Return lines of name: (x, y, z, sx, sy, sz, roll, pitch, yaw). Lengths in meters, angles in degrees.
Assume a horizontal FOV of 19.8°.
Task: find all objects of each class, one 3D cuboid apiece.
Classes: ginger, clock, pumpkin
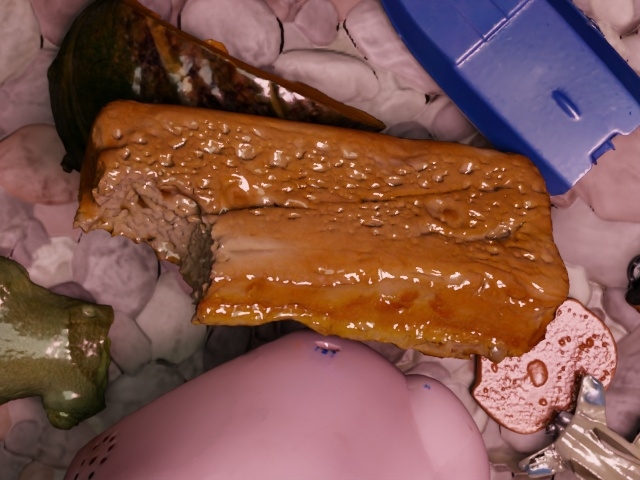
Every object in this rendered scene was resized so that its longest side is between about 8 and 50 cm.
ginger: (-0.305, 0.069, 1.517, 0.290, 0.089, 0.137, 27, 112, -7)
clock: (-0.054, 0.222, 1.385, 0.368, 0.376, 0.251, -29, 92, 9)
pumpkin: (-0.101, -0.082, 1.501, 0.278, 0.111, 0.163, 25, 98, -4)

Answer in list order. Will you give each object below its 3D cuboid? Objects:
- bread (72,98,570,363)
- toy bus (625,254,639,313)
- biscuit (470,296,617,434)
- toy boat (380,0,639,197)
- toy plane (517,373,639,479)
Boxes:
bread: (0.000, 0.000, 1.409, 0.380, 0.109, 0.185, 7, 54, -16)
toy bus: (0.344, -0.001, 1.531, 0.088, 0.083, 0.194, 40, 91, -5)
biscuit: (0.191, 0.109, 1.566, 0.130, 0.019, 0.102, -30, 95, 0)
toy boat: (0.139, -0.178, 1.517, 0.129, 0.088, 0.295, -43, 83, 2)
toy plane: (0.298, 0.226, 1.553, 0.262, 0.088, 0.192, 35, 98, -14)
